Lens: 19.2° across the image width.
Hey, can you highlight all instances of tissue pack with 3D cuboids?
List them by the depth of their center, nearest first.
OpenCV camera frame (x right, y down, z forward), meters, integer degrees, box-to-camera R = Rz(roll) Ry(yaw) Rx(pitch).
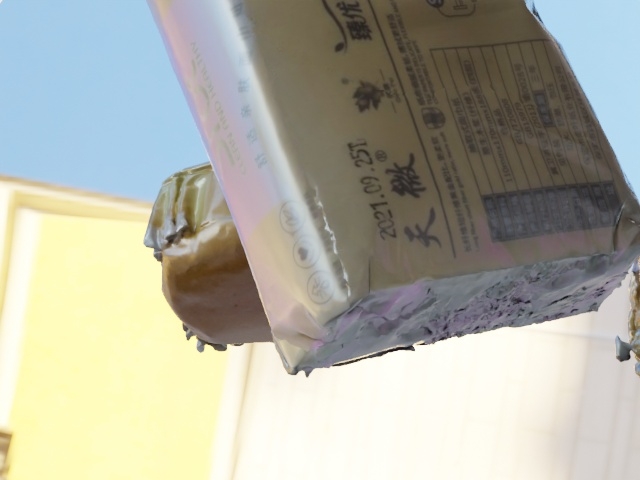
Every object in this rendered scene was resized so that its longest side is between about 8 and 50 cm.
[{"bbox_3d":[0.037,-0.076,0.963,0.215,0.123,0.256,-9,-116,-32],"label":"tissue pack"}]

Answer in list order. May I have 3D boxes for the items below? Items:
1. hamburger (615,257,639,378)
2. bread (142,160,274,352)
[{"bbox_3d":[0.452,0.045,1.908,0.170,0.314,0.290,51,-146,-55],"label":"hamburger"},{"bbox_3d":[0.000,0.000,1.390,0.107,0.241,0.136,-89,-17,-45],"label":"bread"}]
